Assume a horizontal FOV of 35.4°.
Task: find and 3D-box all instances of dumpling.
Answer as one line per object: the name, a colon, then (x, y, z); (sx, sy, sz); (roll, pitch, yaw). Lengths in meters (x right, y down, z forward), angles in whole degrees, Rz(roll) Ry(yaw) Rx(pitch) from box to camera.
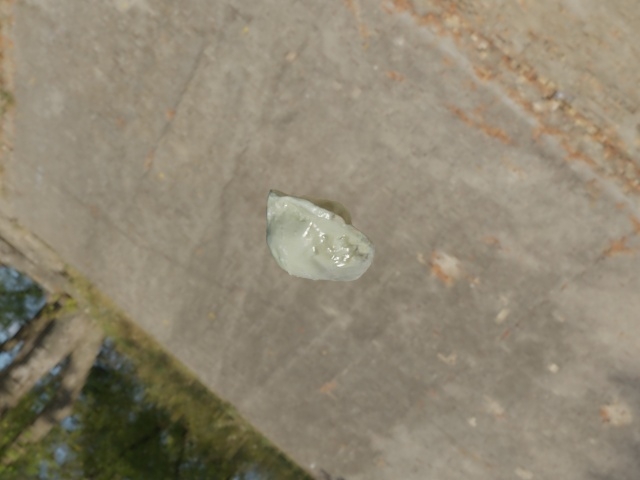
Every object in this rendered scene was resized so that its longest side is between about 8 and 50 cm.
dumpling: (-0.002, 0.002, 0.603); (0.057, 0.052, 0.076); (26, 127, 44)
